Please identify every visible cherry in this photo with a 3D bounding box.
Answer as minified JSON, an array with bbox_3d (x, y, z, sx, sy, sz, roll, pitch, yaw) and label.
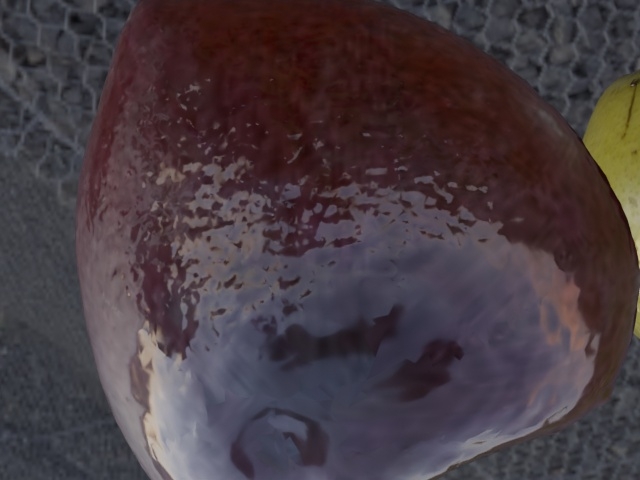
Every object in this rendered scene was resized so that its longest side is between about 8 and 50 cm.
[{"bbox_3d":[0.007,0.006,0.516,0.239,0.239,0.206,-25,162,22],"label":"cherry"}]

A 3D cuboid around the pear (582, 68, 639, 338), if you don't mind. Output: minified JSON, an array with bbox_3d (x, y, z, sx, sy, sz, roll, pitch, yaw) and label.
[{"bbox_3d":[0.399,-0.036,1.042,0.348,0.348,0.348,-4,143,-3],"label":"pear"}]
